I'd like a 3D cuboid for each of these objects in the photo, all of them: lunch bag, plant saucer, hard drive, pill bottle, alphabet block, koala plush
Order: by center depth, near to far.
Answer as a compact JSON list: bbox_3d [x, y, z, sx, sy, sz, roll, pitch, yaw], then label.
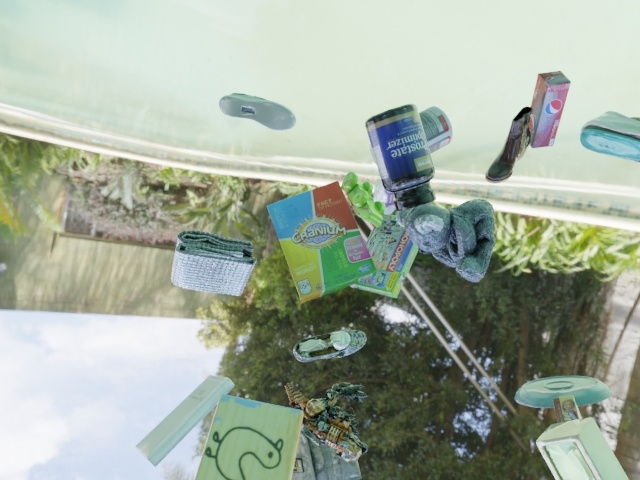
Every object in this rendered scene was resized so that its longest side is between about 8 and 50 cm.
[{"bbox_3d":[-0.151,0.472,1.005,0.192,0.197,0.193,10,143,1],"label":"alphabet block"},{"bbox_3d":[0.187,-0.184,1.057,0.123,0.219,0.123,-18,-174,2],"label":"pill bottle"},{"bbox_3d":[0.310,-0.031,1.191,0.221,0.203,0.196,15,-170,-12],"label":"koala plush"},{"bbox_3d":[-0.483,0.628,1.666,0.353,0.047,0.233,-42,-169,-31],"label":"hard drive"},{"bbox_3d":[0.858,0.534,1.671,0.318,0.043,0.317,-10,172,-1],"label":"plant saucer"},{"bbox_3d":[-0.026,0.761,1.675,0.287,0.235,0.169,-11,180,-15],"label":"lunch bag"},{"bbox_3d":[0.340,-0.377,1.766,0.283,0.161,0.161,-28,-168,-9],"label":"pill bottle"}]

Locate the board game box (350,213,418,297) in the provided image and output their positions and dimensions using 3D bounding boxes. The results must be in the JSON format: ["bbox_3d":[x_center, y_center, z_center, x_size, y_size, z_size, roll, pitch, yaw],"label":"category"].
[{"bbox_3d":[0.252,0.048,1.740,0.213,0.317,0.046,8,153,46],"label":"board game box"}]

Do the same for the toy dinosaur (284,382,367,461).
[{"bbox_3d":[0.017,0.503,1.359,0.218,0.164,0.322,-4,-138,-45],"label":"toy dinosaur"}]

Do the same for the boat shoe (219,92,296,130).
[{"bbox_3d":[-0.174,-0.382,1.346,0.228,0.079,0.081,15,-144,3],"label":"boat shoe"}]

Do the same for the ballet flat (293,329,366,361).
[{"bbox_3d":[0.012,0.157,0.702,0.114,0.041,0.041,-15,180,7],"label":"ballet flat"}]

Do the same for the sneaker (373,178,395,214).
[{"bbox_3d":[0.298,-0.255,2.147,0.114,0.305,0.152,-12,-128,-21],"label":"sneaker"}]

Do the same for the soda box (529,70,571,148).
[{"bbox_3d":[0.820,-0.472,1.699,0.083,0.263,0.092,-6,-135,1],"label":"soda box"}]

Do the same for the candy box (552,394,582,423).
[{"bbox_3d":[0.620,0.484,1.123,0.053,0.186,0.109,-22,-165,26],"label":"candy box"}]

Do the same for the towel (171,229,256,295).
[{"bbox_3d":[-0.393,0.080,1.714,0.284,0.121,0.235,9,140,-17],"label":"towel"}]

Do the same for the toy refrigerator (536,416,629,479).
[{"bbox_3d":[0.568,0.517,0.954,0.094,0.269,0.102,-15,164,-41],"label":"toy refrigerator"}]

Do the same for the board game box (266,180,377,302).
[{"bbox_3d":[0.000,0.000,1.421,0.242,0.316,0.064,-21,161,-5],"label":"board game box"}]

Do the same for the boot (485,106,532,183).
[{"bbox_3d":[0.677,-0.343,1.682,0.090,0.248,0.207,29,149,35],"label":"boot"}]

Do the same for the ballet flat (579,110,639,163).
[{"bbox_3d":[0.878,-0.239,1.187,0.139,0.139,0.400,7,-156,-50],"label":"ballet flat"}]

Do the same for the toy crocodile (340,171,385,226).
[{"bbox_3d":[0.152,-0.159,1.779,0.115,0.105,0.340,27,-154,-33],"label":"toy crocodile"}]
